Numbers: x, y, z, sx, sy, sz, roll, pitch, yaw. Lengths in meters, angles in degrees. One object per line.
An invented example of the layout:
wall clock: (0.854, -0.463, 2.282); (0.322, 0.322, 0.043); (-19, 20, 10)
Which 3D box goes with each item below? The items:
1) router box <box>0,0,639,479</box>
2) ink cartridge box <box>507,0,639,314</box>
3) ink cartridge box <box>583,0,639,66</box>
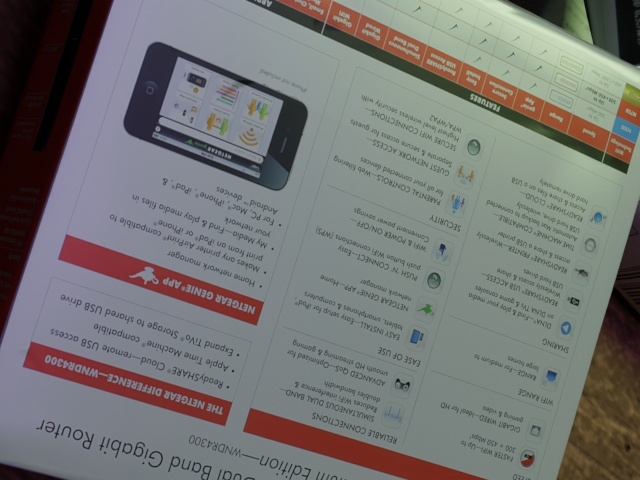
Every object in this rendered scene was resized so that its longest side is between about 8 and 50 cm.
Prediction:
router box: (0.000, 0.000, 0.820); (0.335, 0.082, 0.301); (22, 83, -30)
ink cartridge box: (0.264, -0.150, 1.118); (0.308, 0.091, 0.385); (42, 56, -26)
ink cartridge box: (0.141, -0.298, 0.865); (0.303, 0.072, 0.307); (58, 23, -63)
